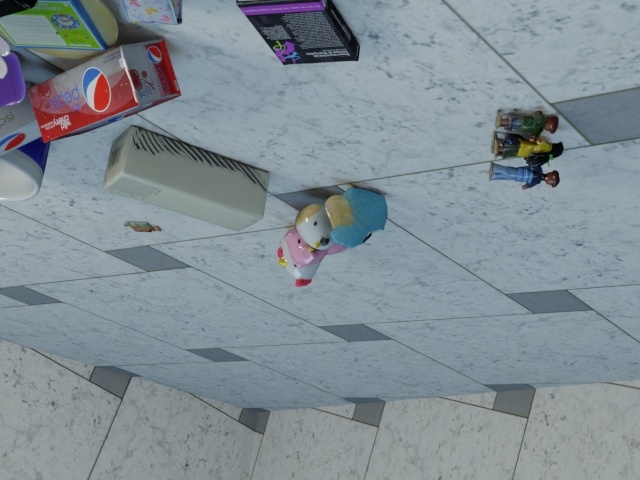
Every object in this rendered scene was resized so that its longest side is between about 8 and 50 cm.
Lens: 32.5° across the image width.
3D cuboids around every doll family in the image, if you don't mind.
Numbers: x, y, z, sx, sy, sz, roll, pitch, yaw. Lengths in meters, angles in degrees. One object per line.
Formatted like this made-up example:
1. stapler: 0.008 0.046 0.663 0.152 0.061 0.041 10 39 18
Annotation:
1. doll family: 0.320 -0.134 1.687 0.111 0.076 0.193 2 165 4

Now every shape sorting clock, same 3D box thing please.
1. shape sorting clock: -0.378 -0.313 1.507 0.206 0.040 0.206 9 161 3

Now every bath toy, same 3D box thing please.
1. bath toy: 0.000 0.000 2.114 0.151 0.129 0.348 14 161 -17

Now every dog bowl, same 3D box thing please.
1. dog bowl: -0.616 -0.164 1.938 0.264 0.104 0.265 8 161 3

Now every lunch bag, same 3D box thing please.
1. lunch bag: -0.219 -0.313 1.425 0.071 0.053 0.083 4 151 6

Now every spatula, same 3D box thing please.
1. spatula: -0.584 -0.250 1.761 0.296 0.084 0.030 2 -158 36

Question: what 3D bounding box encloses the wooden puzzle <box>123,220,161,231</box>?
1. wooden puzzle: -0.387 -0.029 2.377 0.083 0.006 0.049 2 160 19

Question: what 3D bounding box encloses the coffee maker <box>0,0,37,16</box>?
1. coffee maker: -0.438 -0.325 1.379 0.178 0.120 0.171 -11 175 24

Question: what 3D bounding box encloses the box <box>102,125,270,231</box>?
1. box: -0.237 -0.106 1.960 0.275 0.094 0.113 18 159 -27

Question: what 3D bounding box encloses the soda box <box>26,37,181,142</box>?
1. soda box: -0.326 -0.220 1.637 0.263 0.092 0.083 -11 -172 45

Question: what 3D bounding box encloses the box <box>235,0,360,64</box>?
1. box: -0.026 -0.285 1.459 0.116 0.029 0.162 1 158 22

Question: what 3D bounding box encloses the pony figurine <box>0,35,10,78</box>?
1. pony figurine: -0.673 -0.235 1.580 0.351 0.303 0.363 28 169 -25

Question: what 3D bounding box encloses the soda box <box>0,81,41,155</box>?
1. soda box: -0.547 -0.170 1.770 0.216 0.069 0.074 -28 169 -16
